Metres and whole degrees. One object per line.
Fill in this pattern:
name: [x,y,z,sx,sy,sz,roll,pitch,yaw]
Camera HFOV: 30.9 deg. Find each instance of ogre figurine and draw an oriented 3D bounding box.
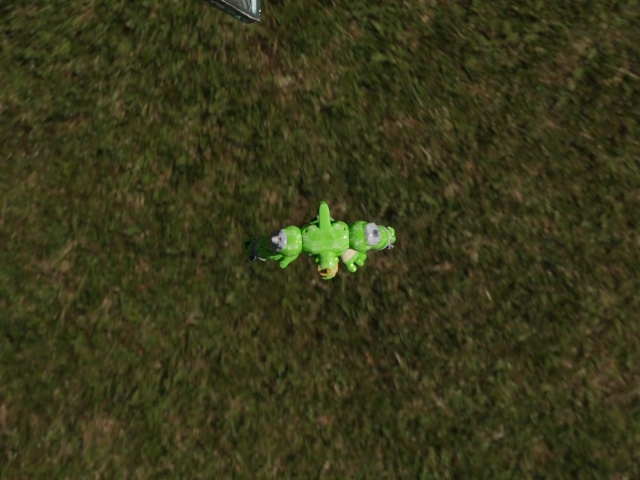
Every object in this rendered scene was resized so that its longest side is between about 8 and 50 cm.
ogre figurine: [0.000,0.000,1.501,0.197,0.118,0.097,15,85,-2]

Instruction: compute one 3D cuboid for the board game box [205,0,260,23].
board game box: [-0.117,-0.388,1.507,0.026,0.126,0.186,-4,84,22]
